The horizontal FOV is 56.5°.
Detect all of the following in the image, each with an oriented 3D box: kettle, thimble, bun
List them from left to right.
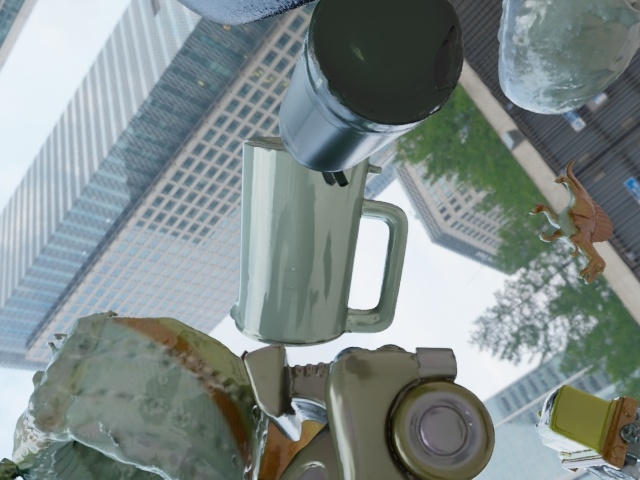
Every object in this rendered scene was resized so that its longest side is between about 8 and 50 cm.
[{"bbox_3d":[-0.196,0.217,0.667,0.288,0.254,0.167,61,-153,-32],"label":"thimble"},{"bbox_3d":[-0.011,-0.004,0.998,0.264,0.318,0.205,-2,-165,-31],"label":"kettle"},{"bbox_3d":[0.416,-0.385,0.955,0.211,0.362,0.362,14,-165,26],"label":"bun"}]

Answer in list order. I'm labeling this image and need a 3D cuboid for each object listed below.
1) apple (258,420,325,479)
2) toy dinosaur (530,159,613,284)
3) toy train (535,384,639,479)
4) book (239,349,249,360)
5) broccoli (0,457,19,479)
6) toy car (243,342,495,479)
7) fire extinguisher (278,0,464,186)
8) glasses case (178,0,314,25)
[{"bbox_3d":[-0.106,0.396,1.082,0.286,0.233,0.286,10,-101,-61],"label":"apple"},{"bbox_3d":[0.434,-0.044,0.980,0.142,0.057,0.212,36,-113,13],"label":"toy dinosaur"},{"bbox_3d":[0.348,0.250,0.783,0.127,0.089,0.219,22,162,13],"label":"toy train"},{"bbox_3d":[-0.130,0.386,1.386,0.232,0.162,0.022,37,169,-8],"label":"book"},{"bbox_3d":[-0.377,0.394,0.734,0.288,0.235,0.260,53,-163,17],"label":"broccoli"},{"bbox_3d":[0.036,0.276,0.546,0.242,0.226,0.336,81,-169,-63],"label":"toy car"},{"bbox_3d":[0.020,-0.105,0.491,0.115,0.095,0.311,65,172,-5],"label":"fire extinguisher"},{"bbox_3d":[-0.018,-0.220,0.378,0.122,0.321,0.082,39,-114,-35],"label":"glasses case"}]
